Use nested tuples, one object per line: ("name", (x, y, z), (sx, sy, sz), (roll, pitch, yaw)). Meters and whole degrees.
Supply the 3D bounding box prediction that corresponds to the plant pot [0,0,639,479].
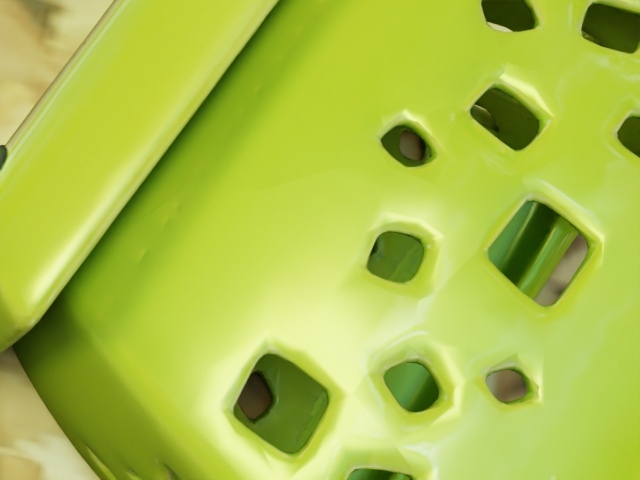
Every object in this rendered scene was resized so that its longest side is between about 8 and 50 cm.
("plant pot", (0.000, 0.000, 0.617), (0.207, 0.228, 0.227), (37, 75, -9))
